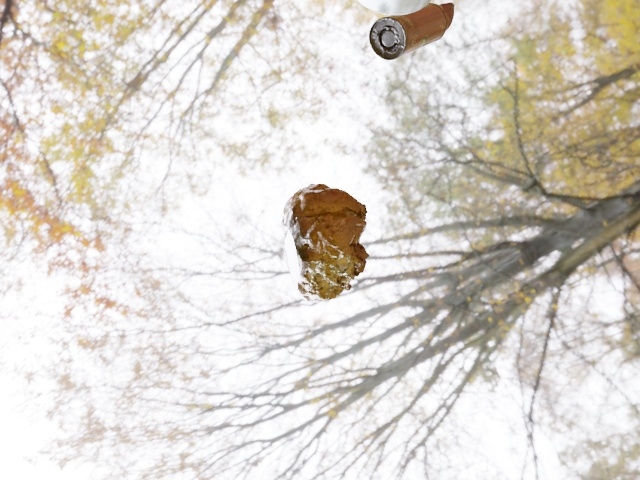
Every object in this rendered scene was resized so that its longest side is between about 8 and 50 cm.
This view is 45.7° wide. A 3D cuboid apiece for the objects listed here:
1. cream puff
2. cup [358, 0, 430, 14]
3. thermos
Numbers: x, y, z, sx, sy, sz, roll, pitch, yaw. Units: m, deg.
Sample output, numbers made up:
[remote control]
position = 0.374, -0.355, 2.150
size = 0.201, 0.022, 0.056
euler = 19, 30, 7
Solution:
[cream puff]
position = 0.000, 0.000, 1.502
size = 0.155, 0.269, 0.240
euler = -8, -95, -22
[cup]
position = 0.086, -0.456, 1.019
size = 0.186, 0.234, 0.258
euler = -35, -109, -20
[thermos]
position = 0.260, -0.562, 2.052
size = 0.110, 0.136, 0.330
euler = 21, -146, 28
